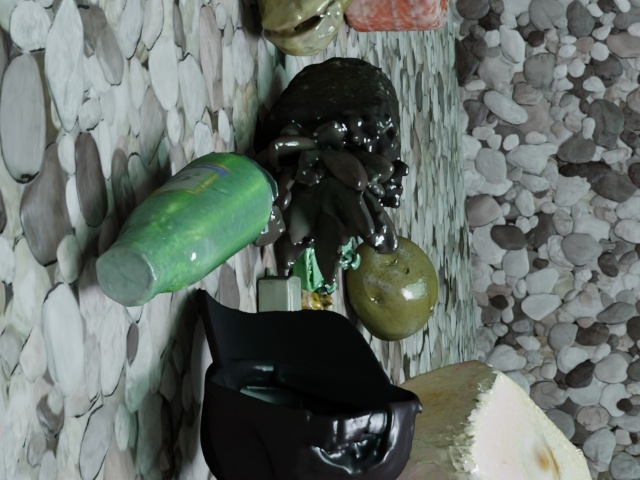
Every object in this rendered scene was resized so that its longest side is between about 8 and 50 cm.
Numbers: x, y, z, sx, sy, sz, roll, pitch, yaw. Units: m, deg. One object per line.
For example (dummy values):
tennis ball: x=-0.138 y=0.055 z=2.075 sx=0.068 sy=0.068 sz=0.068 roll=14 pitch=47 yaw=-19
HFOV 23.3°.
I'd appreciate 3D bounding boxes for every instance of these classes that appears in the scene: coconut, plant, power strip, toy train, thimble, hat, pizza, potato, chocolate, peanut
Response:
coconut: x=0.177 y=0.384 z=2.250 sx=0.404 sy=0.405 sz=0.404 roll=-1 pitch=90 yaw=-78
plant: x=0.014 y=-0.098 z=1.912 sx=0.320 sy=0.182 sz=0.194 roll=-83 pitch=163 yaw=-55
power strip: x=-0.048 y=0.121 z=1.911 sx=0.075 sy=0.042 sz=0.175 roll=-10 pitch=99 yaw=-79
toy train: x=0.000 y=0.000 z=2.023 sx=0.149 sy=0.081 sz=0.099 roll=-46 pitch=141 yaw=-44
thimble: x=0.119 y=-0.440 z=2.465 sx=0.239 sy=0.162 sz=0.239 roll=2 pitch=90 yaw=-78
hat: x=-0.039 y=0.198 z=1.584 sx=0.336 sy=0.238 sz=0.209 roll=-132 pitch=-126 yaw=-60
pizza: x=-0.014 y=0.090 z=2.055 sx=0.195 sy=0.052 sz=0.185 roll=-57 pitch=141 yaw=-68
potato: x=0.110 y=0.086 z=2.446 sx=0.194 sy=0.157 sz=0.157 roll=94 pitch=3 yaw=-52
chocolate: x=-0.130 y=-0.005 z=1.432 sx=0.291 sy=0.110 sz=0.110 roll=-46 pitch=133 yaw=-70
peanut: x=-0.011 y=-0.319 z=1.936 sx=0.290 sy=0.130 sz=0.130 roll=-70 pitch=155 yaw=-54
